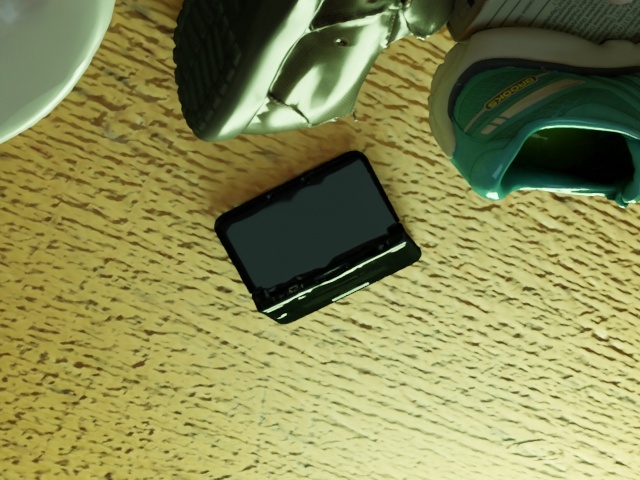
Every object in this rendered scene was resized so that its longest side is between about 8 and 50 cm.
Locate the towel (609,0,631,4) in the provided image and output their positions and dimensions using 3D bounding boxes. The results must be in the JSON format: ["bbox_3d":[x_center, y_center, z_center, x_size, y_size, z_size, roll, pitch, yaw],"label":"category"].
[{"bbox_3d":[0.274,-0.316,1.020,0.317,0.053,0.331,-19,128,-7],"label":"towel"}]

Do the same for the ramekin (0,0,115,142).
[{"bbox_3d":[-0.245,-0.171,1.065,0.277,0.135,0.277,-9,133,-9],"label":"ramekin"}]

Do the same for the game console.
[{"bbox_3d":[0.000,0.000,1.387,0.122,0.071,0.107,-26,164,7],"label":"game console"}]

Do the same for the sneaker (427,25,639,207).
[{"bbox_3d":[0.201,-0.061,1.158,0.275,0.110,0.107,-3,134,-14],"label":"sneaker"}]

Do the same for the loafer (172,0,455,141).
[{"bbox_3d":[0.028,-0.190,1.124,0.130,0.133,0.366,1,151,-28],"label":"loafer"}]

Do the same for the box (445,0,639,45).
[{"bbox_3d":[0.230,-0.163,1.233,0.311,0.121,0.148,19,123,-31],"label":"box"}]
